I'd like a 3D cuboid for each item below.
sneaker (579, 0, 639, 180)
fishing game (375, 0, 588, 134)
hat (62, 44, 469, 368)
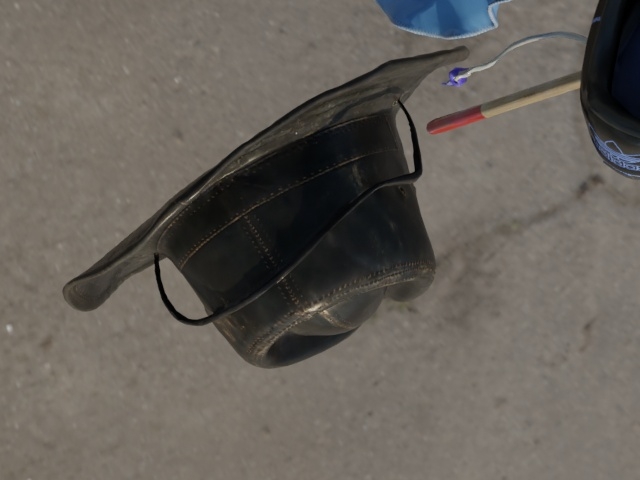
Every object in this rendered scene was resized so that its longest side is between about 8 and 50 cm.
[{"bbox_3d":[0.165,-0.126,0.493,0.232,0.081,0.090,-66,160,8],"label":"sneaker"},{"bbox_3d":[0.031,-0.170,0.589,0.041,0.189,0.264,-30,99,-31],"label":"fishing game"},{"bbox_3d":[0.000,0.000,0.901,0.331,0.331,0.134,-35,87,-2],"label":"hat"}]
